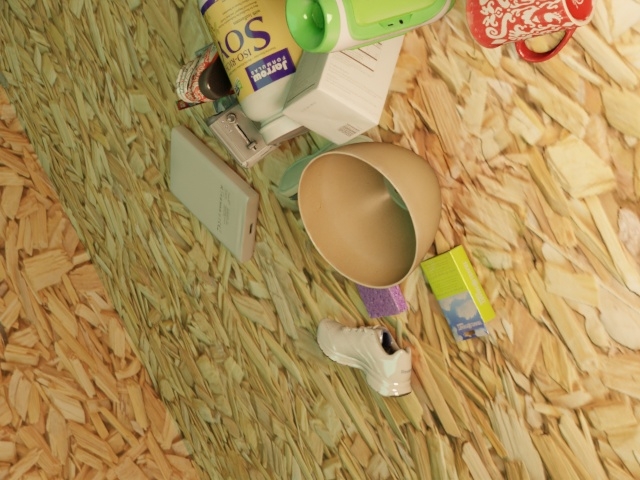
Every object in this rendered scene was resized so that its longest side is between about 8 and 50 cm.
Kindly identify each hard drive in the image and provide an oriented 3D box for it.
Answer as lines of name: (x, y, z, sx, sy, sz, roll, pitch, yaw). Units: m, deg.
hard drive: (-0.296, -0.129, 2.408, 0.353, 0.047, 0.233, 42, 140, 31)

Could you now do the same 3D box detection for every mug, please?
mug: (0.335, -0.355, 1.353, 0.169, 0.150, 0.113, 2, 75, 50)

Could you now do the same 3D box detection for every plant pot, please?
plant pot: (0.124, -0.075, 1.701, 0.284, 0.191, 0.284, 25, 132, 32)

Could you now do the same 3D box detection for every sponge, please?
sponge: (0.113, 0.070, 1.971, 0.117, 0.031, 0.210, -20, 94, 57)

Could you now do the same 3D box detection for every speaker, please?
speaker: (0.090, -0.398, 1.465, 0.131, 0.297, 0.131, 32, 134, 41)

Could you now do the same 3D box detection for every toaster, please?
toaster: (-0.169, -0.255, 2.024, 0.146, 0.129, 0.227, 54, -174, -9)

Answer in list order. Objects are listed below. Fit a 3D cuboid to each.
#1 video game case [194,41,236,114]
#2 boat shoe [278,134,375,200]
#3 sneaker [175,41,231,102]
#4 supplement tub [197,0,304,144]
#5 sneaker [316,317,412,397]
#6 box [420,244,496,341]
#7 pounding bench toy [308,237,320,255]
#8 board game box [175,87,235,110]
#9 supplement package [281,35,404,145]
video game case: (-0.236, -0.397, 2.177, 0.173, 0.022, 0.190, -7, 104, 55)
boat shoe: (0.037, -0.144, 1.916, 0.099, 0.116, 0.319, 32, 151, -29)
sneaker: (-0.219, -0.413, 1.930, 0.145, 0.270, 0.090, -1, 145, 48)
supplement tub: (-0.080, -0.382, 1.767, 0.241, 0.241, 0.331, -20, 93, 57)
sneaker: (0.109, 0.244, 2.046, 0.297, 0.111, 0.129, 28, 116, 38)
box: (0.276, 0.107, 1.754, 0.109, 0.042, 0.178, -28, 87, 58)
pounding bench toy: (0.000, 0.000, 2.038, 0.052, 0.083, 0.065, 53, 144, 18)
board game box: (-0.197, -0.350, 2.014, 0.281, 0.145, 0.027, -4, 109, 49)
supplement package: (0.048, -0.323, 1.605, 0.134, 0.244, 0.139, 27, 157, -23)
